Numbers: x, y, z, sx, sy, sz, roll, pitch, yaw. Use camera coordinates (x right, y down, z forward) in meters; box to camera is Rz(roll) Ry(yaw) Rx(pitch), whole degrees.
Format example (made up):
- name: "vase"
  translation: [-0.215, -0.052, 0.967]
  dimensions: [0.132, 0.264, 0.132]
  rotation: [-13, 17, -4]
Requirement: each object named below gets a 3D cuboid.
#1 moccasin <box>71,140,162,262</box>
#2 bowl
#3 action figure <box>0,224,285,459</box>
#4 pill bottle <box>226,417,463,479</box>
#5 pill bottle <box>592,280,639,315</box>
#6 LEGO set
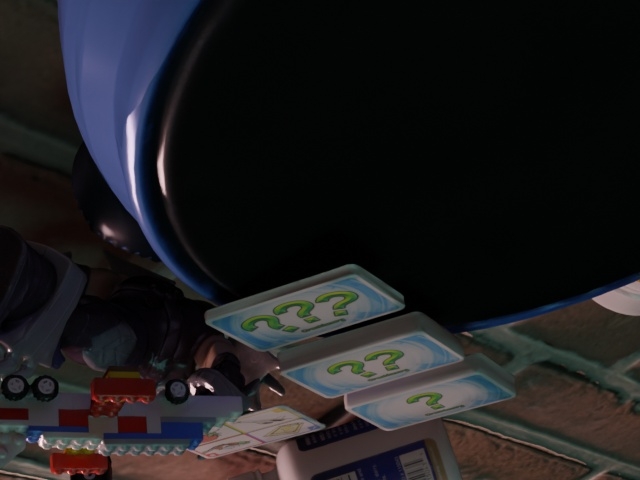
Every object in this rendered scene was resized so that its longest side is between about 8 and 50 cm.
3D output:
- name: "moccasin"
  translation: [0.000, 0.000, 0.883]
  dimensions: [0.342, 0.138, 0.117]
  rotation: [9, 142, -35]
- name: "bowl"
  translation: [0.092, -0.087, 0.593]
  dimensions: [0.391, 0.077, 0.391]
  rotation: [-14, 147, -9]
- name: "action figure"
  translation: [-0.135, 0.054, 0.831]
  dimensions: [0.285, 0.185, 0.099]
  rotation: [20, 87, -60]
- name: "pill bottle"
  translation: [0.021, 0.212, 1.220]
  dimensions: [0.186, 0.112, 0.112]
  rotation: [-17, 147, -3]
- name: "pill bottle"
  translation: [0.237, -0.044, 0.957]
  dimensions: [0.117, 0.117, 0.215]
  rotation: [-7, 144, -19]
- name: "LEGO set"
  translation: [-0.047, 0.092, 0.700]
  dimensions: [0.244, 0.060, 0.182]
  rotation: [-18, 152, 23]
